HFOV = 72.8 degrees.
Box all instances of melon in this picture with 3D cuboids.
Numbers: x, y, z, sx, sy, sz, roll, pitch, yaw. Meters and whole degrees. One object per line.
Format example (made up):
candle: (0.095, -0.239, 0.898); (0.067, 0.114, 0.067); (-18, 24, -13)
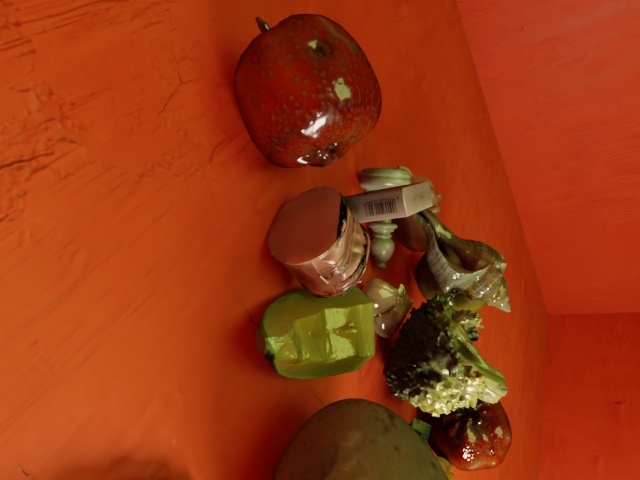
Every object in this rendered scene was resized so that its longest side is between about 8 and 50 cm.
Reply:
melon: (-0.017, 0.179, 0.856); (0.323, 0.124, 0.196); (5, 74, -47)

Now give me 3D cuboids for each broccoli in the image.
broccoli: (0.329, 0.301, 1.095); (0.280, 0.348, 0.294); (30, 77, -2)

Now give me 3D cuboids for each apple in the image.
apple: (0.427, 0.119, 1.377); (0.261, 0.260, 0.194); (57, 34, -30)

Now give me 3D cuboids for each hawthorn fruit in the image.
hawthorn fruit: (0.447, 0.584, 1.316); (0.254, 0.253, 0.300); (-63, 143, -40)
hawthorn fruit: (-0.034, -0.280, 0.820); (0.300, 0.275, 0.275); (57, 41, -15)

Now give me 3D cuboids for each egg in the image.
egg: (0.068, 0.489, 0.717); (0.345, 0.344, 0.428); (30, 43, -47)

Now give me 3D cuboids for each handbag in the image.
handbag: (0.000, 0.001, 0.873); (0.116, 0.179, 0.205); (54, 34, -44)

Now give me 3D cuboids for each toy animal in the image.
toy animal: (0.289, -0.085, 1.311); (0.166, 0.153, 0.250); (95, -8, -65)

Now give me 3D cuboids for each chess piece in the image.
chess piece: (0.170, -0.057, 1.183); (0.139, 0.139, 0.272); (-4, 97, -54)

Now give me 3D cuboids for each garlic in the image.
garlic: (0.163, 0.170, 1.139); (0.124, 0.099, 0.175); (-48, 119, -28)

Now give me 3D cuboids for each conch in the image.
conch: (0.359, 0.064, 1.169); (0.386, 0.170, 0.203); (33, 35, 7)

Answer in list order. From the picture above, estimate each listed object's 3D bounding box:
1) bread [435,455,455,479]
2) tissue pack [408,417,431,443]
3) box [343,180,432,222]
bread: (0.294, 0.745, 1.157); (0.172, 0.121, 0.312); (34, 56, -51)
tissue pack: (0.242, 0.548, 1.174); (0.085, 0.079, 0.111); (97, 19, -46)
box: (0.119, -0.081, 1.000); (0.149, 0.233, 0.067); (-16, 98, -53)
